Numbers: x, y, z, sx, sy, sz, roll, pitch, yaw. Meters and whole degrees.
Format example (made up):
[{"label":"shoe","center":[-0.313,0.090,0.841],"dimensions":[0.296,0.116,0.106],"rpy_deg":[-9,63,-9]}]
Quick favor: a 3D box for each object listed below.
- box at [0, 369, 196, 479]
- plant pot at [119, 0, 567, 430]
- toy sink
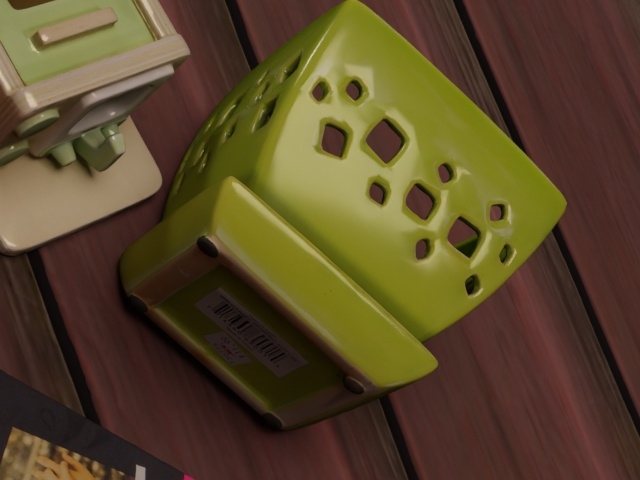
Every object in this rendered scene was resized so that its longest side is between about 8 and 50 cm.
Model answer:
[{"label":"box","center":[-0.172,0.204,0.987],"dimensions":[0.270,0.165,0.143],"rpy_deg":[33,56,-17]},{"label":"plant pot","center":[0.000,0.000,1.162],"dimensions":[0.228,0.227,0.207],"rpy_deg":[43,59,-11]},{"label":"toy sink","center":[-0.198,-0.132,1.141],"dimensions":[0.153,0.131,0.234],"rpy_deg":[-25,85,-38]}]
